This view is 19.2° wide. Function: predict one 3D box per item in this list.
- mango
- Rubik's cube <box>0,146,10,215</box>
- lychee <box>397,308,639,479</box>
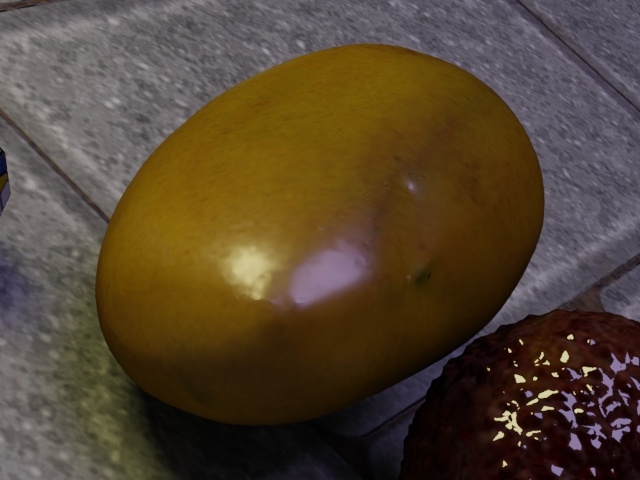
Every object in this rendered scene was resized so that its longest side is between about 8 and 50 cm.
[{"bbox_3d":[0.000,0.000,1.365,0.300,0.232,0.446,-1,21,17],"label":"mango"},{"bbox_3d":[-0.270,-0.041,1.313,0.093,0.111,0.111,48,18,-37],"label":"Rubik's cube"},{"bbox_3d":[0.171,0.169,1.342,0.260,0.261,0.261,27,30,-17],"label":"lychee"}]
